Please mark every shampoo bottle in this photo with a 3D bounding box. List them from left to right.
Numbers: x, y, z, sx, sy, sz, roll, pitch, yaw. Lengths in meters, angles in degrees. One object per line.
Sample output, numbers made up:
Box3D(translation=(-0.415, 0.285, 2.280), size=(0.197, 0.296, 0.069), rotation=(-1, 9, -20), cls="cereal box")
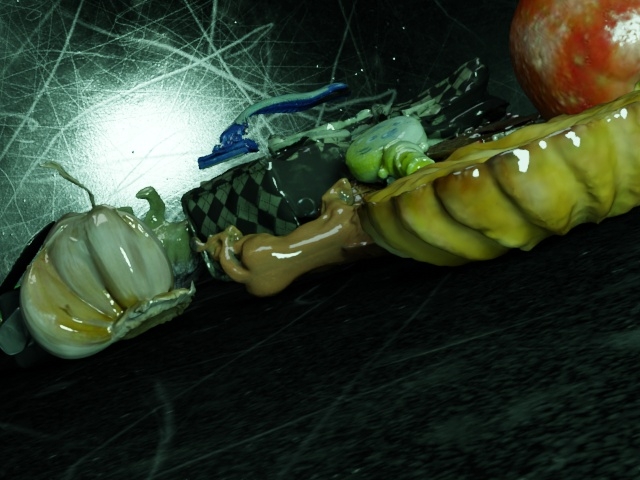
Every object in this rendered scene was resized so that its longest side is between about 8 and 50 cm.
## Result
Box3D(translation=(-0.355, 0.100, 1.656), size=(0.071, 0.098, 0.309), rotation=(-14, 5, 5), cls="shampoo bottle")

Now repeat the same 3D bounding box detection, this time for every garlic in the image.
Box3D(translation=(-0.242, 0.027, 1.497), size=(0.207, 0.257, 0.207), rotation=(2, 43, -2), cls="garlic")

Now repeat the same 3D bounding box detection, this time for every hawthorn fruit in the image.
Box3D(translation=(0.346, -0.208, 1.423), size=(0.284, 0.284, 0.284), rotation=(-19, 4, 1), cls="hawthorn fruit")

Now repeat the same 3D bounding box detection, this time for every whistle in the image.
Box3D(translation=(0.095, -0.096, 1.537), size=(0.104, 0.057, 0.198), rotation=(-33, 22, -5), cls="whistle")

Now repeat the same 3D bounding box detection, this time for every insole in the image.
Box3D(translation=(-0.415, 0.089, 1.619), size=(0.322, 0.007, 0.109), rotation=(-51, 2, 31), cls="insole")

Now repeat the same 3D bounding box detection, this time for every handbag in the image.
Box3D(translation=(0.044, -0.110, 1.831), size=(0.416, 0.180, 0.316), rotation=(-27, 0, -30), cls="handbag")

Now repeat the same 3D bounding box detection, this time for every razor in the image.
Box3D(translation=(-0.051, -0.181, 1.810), size=(0.093, 0.056, 0.324), rotation=(-15, 12, 38), cls="razor")

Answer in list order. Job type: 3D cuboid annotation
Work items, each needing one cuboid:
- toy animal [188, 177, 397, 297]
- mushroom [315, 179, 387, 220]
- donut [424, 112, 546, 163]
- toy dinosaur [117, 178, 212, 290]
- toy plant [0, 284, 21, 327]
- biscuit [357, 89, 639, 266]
Box3D(translation=(0.000, 0.000, 1.458), size=(0.312, 0.097, 0.157), rotation=(-20, 10, 6), cls="toy animal")
Box3D(translation=(0.052, -0.029, 1.591), size=(0.126, 0.085, 0.109), rotation=(20, 19, 42), cls="mushroom")
Box3D(translation=(0.234, -0.100, 1.621), size=(0.269, 0.103, 0.270), rotation=(-19, 7, 2), cls="donut")
Box3D(translation=(-0.250, 0.009, 1.917), size=(0.294, 0.162, 0.077), rotation=(-18, 23, -14), cls="toy dinosaur")
Box3D(translation=(-0.422, 0.100, 2.011), size=(0.240, 0.088, 0.154), rotation=(-18, 3, 6), cls="toy plant")
Box3D(translation=(0.197, -0.056, 1.209), size=(0.325, 0.107, 0.326), rotation=(-20, 1, 0), cls="biscuit")
